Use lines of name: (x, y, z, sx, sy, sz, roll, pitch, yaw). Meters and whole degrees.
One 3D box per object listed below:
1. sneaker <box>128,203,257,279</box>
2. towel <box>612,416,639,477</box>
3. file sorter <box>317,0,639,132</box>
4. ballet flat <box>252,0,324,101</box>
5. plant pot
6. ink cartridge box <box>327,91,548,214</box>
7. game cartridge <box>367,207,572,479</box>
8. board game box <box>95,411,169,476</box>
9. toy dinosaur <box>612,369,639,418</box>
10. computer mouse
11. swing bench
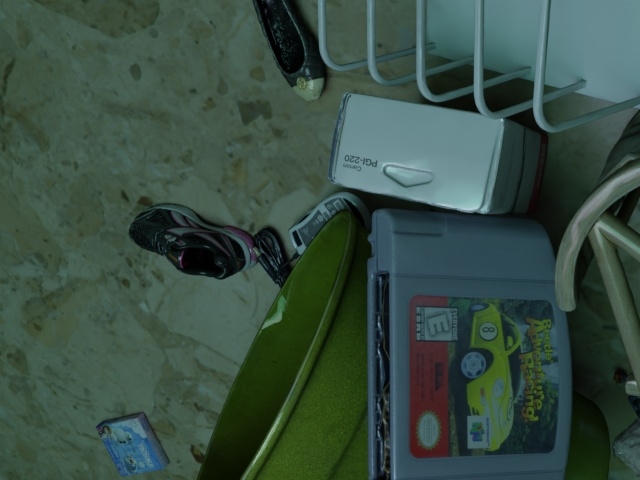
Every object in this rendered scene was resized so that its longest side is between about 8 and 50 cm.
sneaker: (-0.173, 0.005, 1.275, 0.178, 0.077, 0.072, 11, 116, 24)
towel: (0.422, 0.213, 0.928, 0.049, 0.187, 0.282, 56, 173, -36)
file sorter: (0.148, -0.221, 0.885, 0.277, 0.173, 0.193, 26, 127, 44)
ballet flat: (-0.046, -0.232, 1.113, 0.057, 0.049, 0.173, -17, 104, 33)
plant pot: (0.098, 0.209, 1.074, 0.353, 0.366, 0.366, 27, 125, -8)
ink cartridge box: (0.122, -0.081, 0.988, 0.158, 0.218, 0.092, 13, 98, 22)
game cartridge: (0.137, 0.122, 0.909, 0.060, 0.196, 0.294, -11, 78, 60)
board game box: (-0.283, 0.307, 1.511, 0.090, 0.020, 0.090, -18, 103, 31)
toy dinosaur: (0.351, 0.183, 1.112, 0.082, 0.047, 0.090, 45, 138, 24)
computer mouse: (0.000, 0.000, 1.207, 0.193, 0.042, 0.106, -34, 90, 40)
swing bench: (0.330, 0.014, 0.910, 0.165, 0.253, 0.255, -35, 94, 35)
